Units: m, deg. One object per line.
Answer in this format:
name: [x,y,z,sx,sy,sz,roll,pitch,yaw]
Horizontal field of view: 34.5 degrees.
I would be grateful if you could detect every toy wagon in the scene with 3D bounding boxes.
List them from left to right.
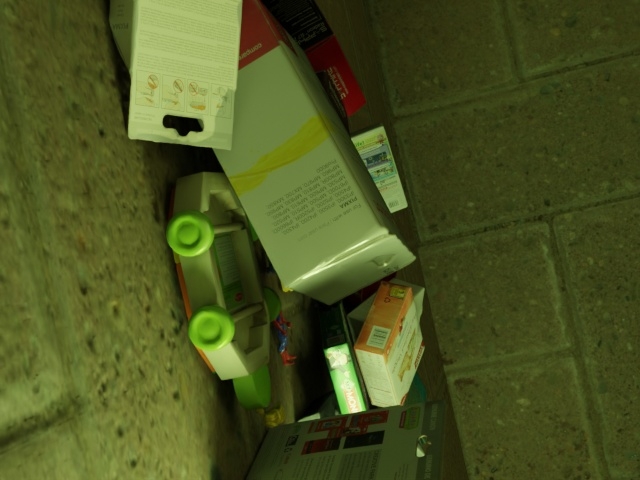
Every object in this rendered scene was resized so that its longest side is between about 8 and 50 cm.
toy wagon: [-0.118,0.082,1.359,0.267,0.068,0.345,-14,92,-78]

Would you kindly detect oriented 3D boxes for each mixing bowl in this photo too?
mixing bowl: [0.088,0.062,2.206,0.181,0.098,0.181,-47,147,-45]

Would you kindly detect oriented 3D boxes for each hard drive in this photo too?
hard drive: [0.022,0.393,1.721,0.172,0.054,0.255,-31,107,-78]

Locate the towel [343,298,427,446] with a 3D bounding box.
towel: [0.148,0.260,2.364,0.370,0.040,0.271,61,15,-14]

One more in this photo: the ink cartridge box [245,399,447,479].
ink cartridge box: [0.044,0.340,1.348,0.309,0.271,0.130,-57,133,-73]

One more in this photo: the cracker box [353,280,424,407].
cracker box: [0.137,0.208,1.998,0.232,0.067,0.156,72,36,-53]

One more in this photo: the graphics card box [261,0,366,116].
graphics card box: [-0.056,-0.409,1.845,0.371,0.094,0.233,61,4,28]

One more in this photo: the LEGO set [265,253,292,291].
LEGO set: [-0.042,0.041,1.733,0.227,0.087,0.093,-75,154,-79]

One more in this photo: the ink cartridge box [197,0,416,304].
ink cartridge box: [-0.036,-0.116,1.470,0.385,0.160,0.279,62,8,14]

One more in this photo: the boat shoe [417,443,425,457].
boat shoe: [0.146,0.483,2.056,0.119,0.121,0.335,30,23,-32]

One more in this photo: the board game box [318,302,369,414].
board game box: [0.044,0.227,1.905,0.317,0.046,0.214,-99,173,-72]

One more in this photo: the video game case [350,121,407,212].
video game case: [0.044,-0.108,1.977,0.023,0.212,0.193,-109,179,-55]

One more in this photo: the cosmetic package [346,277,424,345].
cosmetic package: [0.133,0.176,2.163,0.231,0.085,0.117,-33,135,-58]

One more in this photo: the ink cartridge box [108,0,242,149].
ink cartridge box: [-0.181,-0.233,1.291,0.181,0.056,0.225,1,95,-50]

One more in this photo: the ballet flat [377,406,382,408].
ballet flat: [0.163,0.398,2.408,0.168,0.057,0.052,-6,112,-76]

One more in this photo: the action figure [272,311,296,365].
action figure: [-0.062,0.142,1.659,0.038,0.030,0.115,-58,133,-67]

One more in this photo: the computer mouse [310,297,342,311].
computer mouse: [0.000,0.000,1.894,0.262,0.060,0.184,60,-36,33]

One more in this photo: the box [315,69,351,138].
box: [-0.037,-0.142,1.723,0.168,0.167,0.203,53,27,-66]
